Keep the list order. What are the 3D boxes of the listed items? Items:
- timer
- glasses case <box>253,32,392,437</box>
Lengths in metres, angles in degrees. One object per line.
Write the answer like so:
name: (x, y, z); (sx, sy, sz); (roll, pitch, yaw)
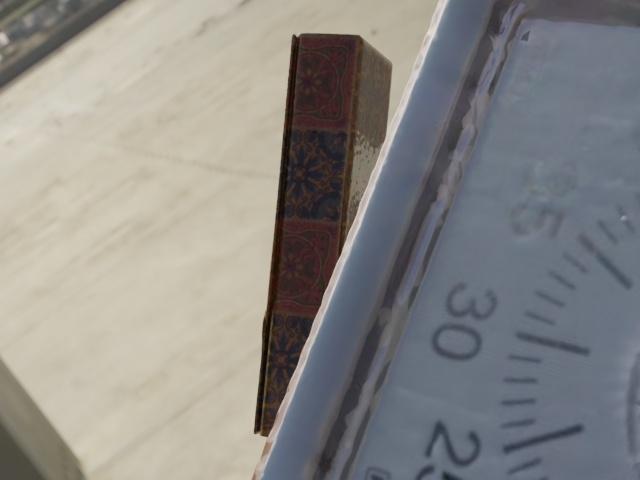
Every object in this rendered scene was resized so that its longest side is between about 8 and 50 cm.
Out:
timer: (0.130, 0.052, 0.428); (0.250, 0.161, 0.257); (5, 70, 53)
glasses case: (0.000, 0.000, 0.870); (0.049, 0.218, 0.075); (4, -4, 17)
